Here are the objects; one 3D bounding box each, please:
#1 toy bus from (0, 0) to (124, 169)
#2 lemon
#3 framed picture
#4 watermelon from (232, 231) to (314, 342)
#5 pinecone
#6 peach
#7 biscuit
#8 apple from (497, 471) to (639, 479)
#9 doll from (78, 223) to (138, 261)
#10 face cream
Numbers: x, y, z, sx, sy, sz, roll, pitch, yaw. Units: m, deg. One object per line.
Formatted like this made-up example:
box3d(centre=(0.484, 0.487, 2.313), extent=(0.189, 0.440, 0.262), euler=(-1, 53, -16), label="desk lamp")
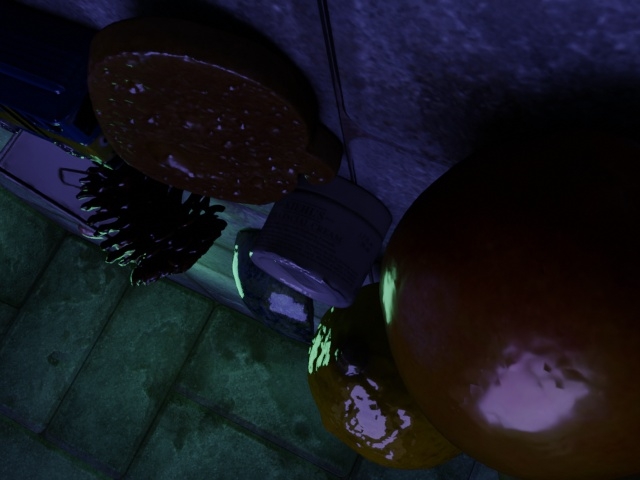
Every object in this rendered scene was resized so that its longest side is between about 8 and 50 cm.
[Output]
box3d(centre=(-0.402, -0.227, 0.893), extent=(0.287, 0.138, 0.175), euler=(22, 166, 18), label="toy bus")
box3d(centre=(0.146, 0.238, 1.139), extent=(0.349, 0.350, 0.387), euler=(18, 172, 31), label="lemon")
box3d(centre=(-0.546, -0.135, 1.421), extent=(0.335, 0.022, 0.247), euler=(36, 130, -26), label="framed picture")
box3d(centre=(-0.106, 0.085, 1.447), extent=(0.260, 0.256, 0.176), euler=(17, -151, 7), label="watermelon")
box3d(centre=(-0.327, -0.061, 1.189), extent=(0.292, 0.246, 0.246), euler=(50, 156, -24), label="pinecone")
box3d(centre=(0.201, 0.052, 0.546), extent=(0.307, 0.308, 0.332), euler=(23, 149, 14), label="peach")
box3d(centre=(-0.123, -0.142, 0.784), extent=(0.314, 0.063, 0.367), euler=(12, 160, -6), label="biscuit")
box3d(centre=(0.498, 0.406, 1.161), extent=(0.357, 0.357, 0.357), euler=(25, 165, 7), label="apple")
box3d(centre=(-0.521, -0.090, 1.593), extent=(0.303, 0.201, 0.156), euler=(42, -164, -31), label="doll")
box3d(centre=(0.000, 0.000, 0.948), extent=(0.177, 0.153, 0.177), euler=(25, 164, 7), label="face cream")
